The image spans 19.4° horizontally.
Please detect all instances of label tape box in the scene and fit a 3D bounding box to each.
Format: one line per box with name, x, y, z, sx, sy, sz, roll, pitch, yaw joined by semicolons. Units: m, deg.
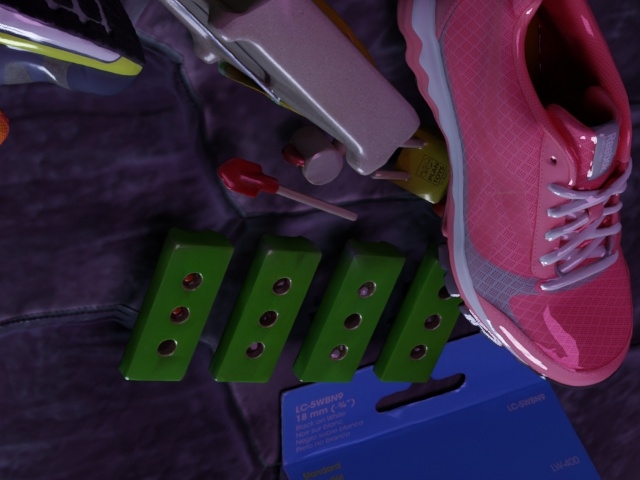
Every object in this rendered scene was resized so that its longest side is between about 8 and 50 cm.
label tape box;0.091;0.242;1.442;0.241;0.106;0.333;-16;130;-23

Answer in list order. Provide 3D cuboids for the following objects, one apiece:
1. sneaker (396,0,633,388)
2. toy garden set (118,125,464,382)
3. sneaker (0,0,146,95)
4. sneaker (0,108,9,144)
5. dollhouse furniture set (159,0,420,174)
sneaker;0.141;-0.040;1.168;0.116;0.136;0.314;-26;108;-23
toy garden set;0.000;0.000;1.246;0.244;0.049;0.204;4;122;-33
sneaker;-0.232;-0.116;0.986;0.300;0.111;0.121;9;132;-34
sneaker;-0.255;-0.044;1.029;0.175;0.067;0.064;-10;143;-23
dollhouse furniture set;-0.048;-0.194;0.973;0.151;0.197;0.301;-50;134;-2
